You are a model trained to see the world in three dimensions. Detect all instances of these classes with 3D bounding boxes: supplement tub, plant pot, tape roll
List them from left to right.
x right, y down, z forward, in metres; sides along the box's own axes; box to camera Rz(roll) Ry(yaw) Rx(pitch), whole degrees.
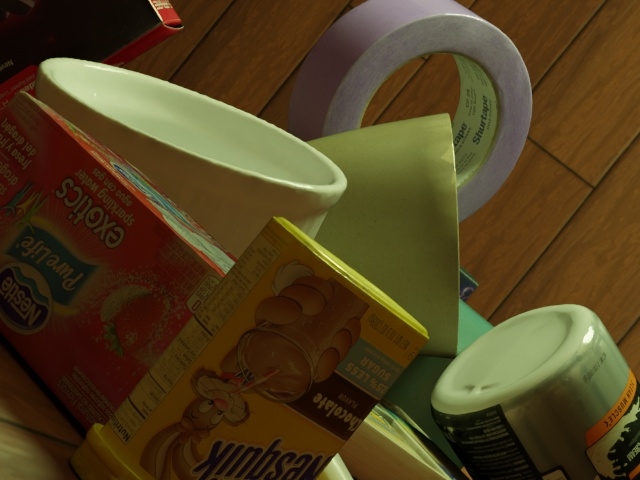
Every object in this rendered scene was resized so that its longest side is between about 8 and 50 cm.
[{"bbox_3d":[0.000,0.000,1.922,0.274,0.256,0.256,-2,2,1],"label":"plant pot"},{"bbox_3d":[0.097,0.144,2.108,0.166,0.165,0.234,40,11,29],"label":"plant pot"},{"bbox_3d":[0.103,-0.142,2.113,0.275,0.275,0.090,37,3,-38],"label":"tape roll"},{"bbox_3d":[0.264,0.237,1.846,0.316,0.193,0.193,57,-3,-16],"label":"supplement tub"}]

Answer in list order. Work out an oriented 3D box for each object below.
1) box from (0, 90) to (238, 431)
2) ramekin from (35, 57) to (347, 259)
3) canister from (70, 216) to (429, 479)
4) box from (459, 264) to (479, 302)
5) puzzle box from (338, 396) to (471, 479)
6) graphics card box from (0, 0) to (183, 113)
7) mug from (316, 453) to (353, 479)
[{"bbox_3d":[-0.125,0.033,1.149,0.257,0.122,0.128,41,2,40],"label":"box"},{"bbox_3d":[-0.128,-0.041,1.568,0.277,0.135,0.277,21,13,-5],"label":"ramekin"},{"bbox_3d":[-0.034,0.084,0.987,0.126,0.170,0.073,36,3,-44],"label":"canister"},{"bbox_3d":[0.065,0.074,2.291,0.153,0.207,0.108,38,2,-24],"label":"box"},{"bbox_3d":[-0.016,0.137,1.746,0.409,0.052,0.272,38,3,-31],"label":"puzzle box"},{"bbox_3d":[-0.331,-0.308,1.822,0.371,0.233,0.094,59,11,-2],"label":"graphics card box"},{"bbox_3d":[-0.006,0.177,1.219,0.064,0.078,0.062,49,-26,24],"label":"mug"}]
